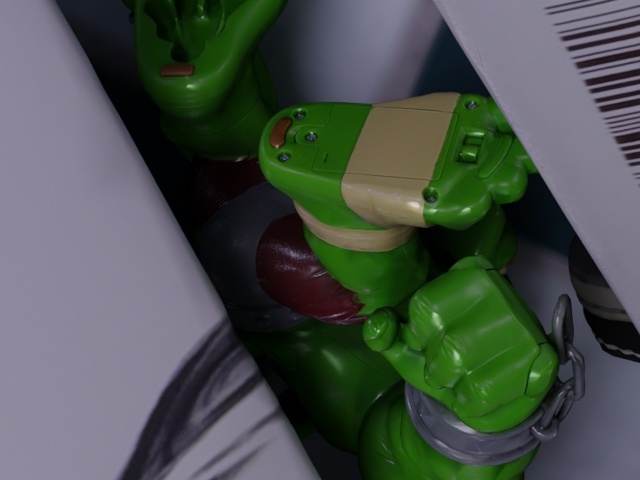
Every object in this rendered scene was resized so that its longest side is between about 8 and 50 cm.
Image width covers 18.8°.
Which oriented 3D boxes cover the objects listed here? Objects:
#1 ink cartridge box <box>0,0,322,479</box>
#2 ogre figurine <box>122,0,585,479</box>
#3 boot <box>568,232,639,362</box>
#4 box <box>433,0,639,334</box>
[{"bbox_3d":[-0.127,0.107,0.493,0.285,0.166,0.395,-6,116,54],"label":"ink cartridge box"},{"bbox_3d":[0.000,0.000,0.482,0.197,0.097,0.118,29,148,32],"label":"ogre figurine"},{"bbox_3d":[0.185,0.067,0.484,0.236,0.085,0.179,0,117,19],"label":"boot"},{"bbox_3d":[0.119,-0.083,0.369,0.181,0.119,0.181,-12,144,22],"label":"box"}]
